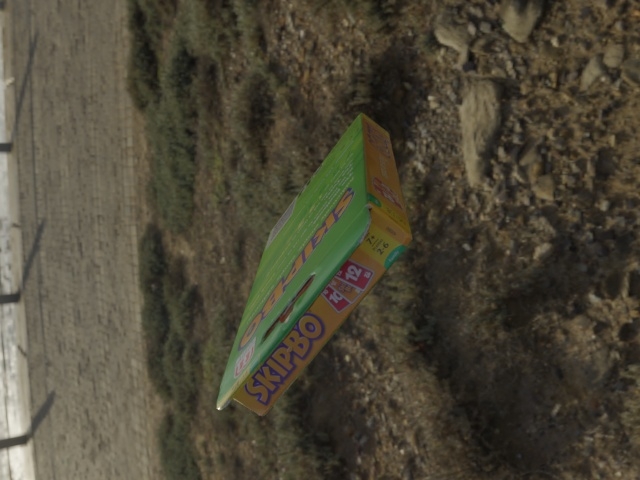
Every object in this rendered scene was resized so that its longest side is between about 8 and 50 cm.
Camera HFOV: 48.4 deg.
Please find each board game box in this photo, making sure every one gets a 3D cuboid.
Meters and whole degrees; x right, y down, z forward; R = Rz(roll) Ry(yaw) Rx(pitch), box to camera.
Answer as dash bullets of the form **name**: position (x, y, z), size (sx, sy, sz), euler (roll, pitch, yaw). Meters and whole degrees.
- **board game box**: position (0.000, 0.000, 0.440), size (0.124, 0.039, 0.259), euler (-52, 8, 18)
